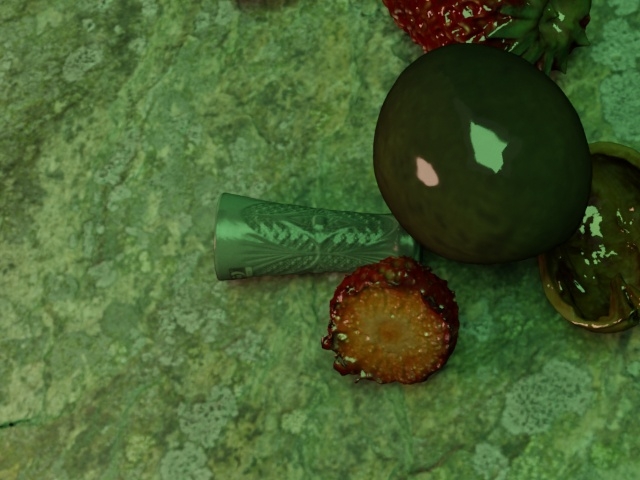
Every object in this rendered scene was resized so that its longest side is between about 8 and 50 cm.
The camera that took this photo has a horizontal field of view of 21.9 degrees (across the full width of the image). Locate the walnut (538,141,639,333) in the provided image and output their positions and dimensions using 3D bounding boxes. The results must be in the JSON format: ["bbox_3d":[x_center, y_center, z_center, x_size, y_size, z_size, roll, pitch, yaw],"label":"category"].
[{"bbox_3d":[0.312,0.002,1.718,0.167,0.087,0.211,-27,57,32],"label":"walnut"}]

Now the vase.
[{"bbox_3d":[0.000,0.000,1.776,0.219,0.096,0.096,2,73,7],"label":"vase"}]

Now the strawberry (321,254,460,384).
[{"bbox_3d":[0.076,0.082,1.722,0.145,0.145,0.086,-1,34,9],"label":"strawberry"}]

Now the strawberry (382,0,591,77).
[{"bbox_3d":[0.164,-0.275,1.798,0.244,0.205,0.205,29,78,39],"label":"strawberry"}]

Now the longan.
[{"bbox_3d":[0.162,-0.083,1.666,0.215,0.246,0.246,-27,69,16],"label":"longan"}]
